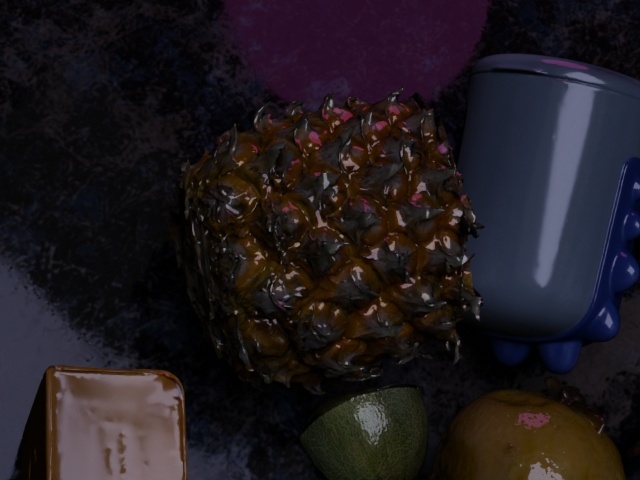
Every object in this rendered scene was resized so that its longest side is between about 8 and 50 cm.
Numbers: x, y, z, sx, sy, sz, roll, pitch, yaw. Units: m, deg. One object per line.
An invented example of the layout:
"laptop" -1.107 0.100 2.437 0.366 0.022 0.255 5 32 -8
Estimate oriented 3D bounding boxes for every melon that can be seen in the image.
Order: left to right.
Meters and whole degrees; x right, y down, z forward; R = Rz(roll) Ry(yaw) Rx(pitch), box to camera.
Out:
"melon" 0.070 0.232 1.866 0.160 0.079 0.128 -14 72 -20

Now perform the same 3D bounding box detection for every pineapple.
"pineapple" 0.000 0.003 1.797 0.300 0.352 0.352 -14 73 -19

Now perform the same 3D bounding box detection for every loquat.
"loquat" 0.239 0.270 1.815 0.244 0.244 0.244 5 67 -13

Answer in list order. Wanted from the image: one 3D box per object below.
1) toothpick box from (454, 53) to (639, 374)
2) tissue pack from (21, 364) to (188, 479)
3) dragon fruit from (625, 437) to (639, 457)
"toothpick box" 0.268 -0.022 1.903 0.263 0.263 0.354 14 86 -9
"tissue pack" -0.230 0.257 1.668 0.145 0.274 0.194 0 69 -17
"dragon fruit" 0.570 0.276 1.899 0.296 0.314 0.263 -27 93 -43
